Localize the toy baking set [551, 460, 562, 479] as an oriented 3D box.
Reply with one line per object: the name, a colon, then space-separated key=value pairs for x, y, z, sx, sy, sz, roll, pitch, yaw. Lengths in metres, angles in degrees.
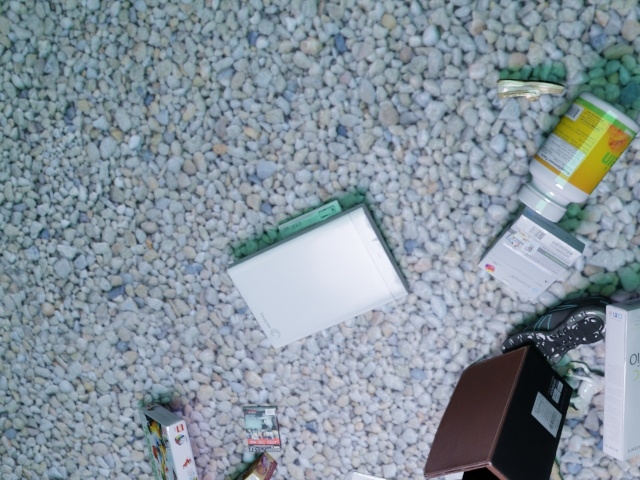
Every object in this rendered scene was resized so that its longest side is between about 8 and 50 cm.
toy baking set: x=0.444 y=0.518 z=1.620 sx=0.197 sy=0.030 sz=0.256 roll=-30 pitch=102 yaw=-23

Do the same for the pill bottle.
pill bottle: x=0.508 y=-0.162 z=1.460 sx=0.136 sy=0.136 sz=0.245 roll=34 pitch=108 yaw=4

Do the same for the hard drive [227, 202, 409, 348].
hard drive: x=-0.007 y=0.088 z=1.669 sx=0.353 sy=0.047 sz=0.233 roll=-24 pitch=106 yaw=18

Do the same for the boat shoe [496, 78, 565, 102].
boat shoe: x=0.430 y=-0.307 z=1.496 sx=0.135 sy=0.050 sz=0.045 roll=9 pitch=108 yaw=22

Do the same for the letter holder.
letter holder: x=0.370 y=0.403 z=1.530 sx=0.152 sy=0.302 sz=0.214 roll=44 pitch=139 yaw=-12

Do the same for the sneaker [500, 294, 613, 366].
sneaker: x=0.513 y=0.197 z=1.565 sx=0.267 sy=0.106 sz=0.101 roll=-31 pitch=100 yaw=38

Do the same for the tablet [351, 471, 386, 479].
tablet: x=0.117 y=0.602 z=1.793 sx=0.083 sy=0.006 sz=0.054 roll=9 pitch=104 yaw=12

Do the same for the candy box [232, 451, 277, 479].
candy box: x=-0.196 y=0.623 z=1.819 sx=0.053 sy=0.109 sz=0.187 roll=46 pitch=108 yaw=-1

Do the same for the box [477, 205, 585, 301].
box: x=0.438 y=0.032 z=1.526 sx=0.145 sy=0.038 sz=0.186 roll=34 pitch=138 yaw=5

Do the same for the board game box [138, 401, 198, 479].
board game box: x=-0.367 y=0.574 z=1.823 sx=0.193 sy=0.053 sz=0.305 roll=3 pitch=107 yaw=56

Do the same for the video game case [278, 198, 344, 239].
video game case: x=0.000 y=0.000 z=1.682 sx=0.157 sy=0.019 sz=0.143 roll=-24 pitch=96 yaw=17

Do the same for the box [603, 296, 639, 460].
box: x=0.685 y=0.269 z=1.489 sx=0.232 sy=0.058 sz=0.322 roll=-9 pitch=104 yaw=-24

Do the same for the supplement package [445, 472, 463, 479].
supplement package: x=0.347 y=0.536 z=1.670 sx=0.105 sy=0.105 sz=0.179 roll=-15 pitch=98 yaw=18

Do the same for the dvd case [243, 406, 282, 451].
dvd case: x=-0.145 y=0.474 z=1.824 sx=0.087 sy=0.013 sz=0.119 roll=-5 pitch=102 yaw=14

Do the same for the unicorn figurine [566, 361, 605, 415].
unicorn figurine: x=0.585 y=0.319 z=1.596 sx=0.111 sy=0.060 sz=0.162 roll=27 pitch=123 yaw=6
